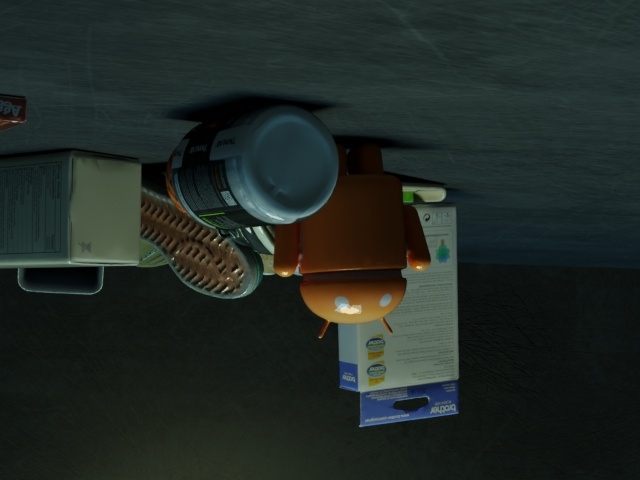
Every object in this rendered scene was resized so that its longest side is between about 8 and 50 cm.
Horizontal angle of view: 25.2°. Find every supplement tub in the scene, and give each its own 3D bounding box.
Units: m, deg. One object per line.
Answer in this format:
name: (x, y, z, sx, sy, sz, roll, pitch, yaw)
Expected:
supplement tub: (-0.075, -0.070, 1.437, 0.117, 0.117, 0.190, 4, 175, -32)

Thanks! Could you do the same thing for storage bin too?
storage bin: (-0.421, 0.022, 2.324, 0.135, 0.098, 0.091, 2, -156, -10)

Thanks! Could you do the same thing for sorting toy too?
sorting toy: (0.047, -0.066, 2.010, 0.193, 0.038, 0.208, -1, 175, 35)

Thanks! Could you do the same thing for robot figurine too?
robot figurine: (0.037, 0.000, 1.632, 0.128, 0.220, 0.158, -4, 177, 34)

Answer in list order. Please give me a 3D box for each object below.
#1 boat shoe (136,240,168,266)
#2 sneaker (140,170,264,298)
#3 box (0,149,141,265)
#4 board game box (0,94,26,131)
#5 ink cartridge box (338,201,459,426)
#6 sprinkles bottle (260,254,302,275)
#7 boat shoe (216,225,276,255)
boat shoe: (-0.279, -0.034, 2.138, 0.113, 0.103, 0.302, -33, 161, 14)
sneaker: (-0.165, -0.021, 1.916, 0.302, 0.108, 0.121, 33, -154, 34)
box: (-0.385, -0.035, 1.896, 0.311, 0.148, 0.121, 0, 177, 41)
board game box: (-0.414, -0.123, 1.471, 0.145, 0.027, 0.281, 2, 176, -28)
ink cartridge box: (0.113, 0.103, 2.066, 0.185, 0.311, 0.065, -4, -178, -34)
sprinkles bottle: (0.000, 0.000, 2.241, 0.121, 0.121, 0.355, 5, 179, -40)
boat shoe: (-0.084, -0.045, 1.745, 0.113, 0.127, 0.340, -3, -172, 10)
